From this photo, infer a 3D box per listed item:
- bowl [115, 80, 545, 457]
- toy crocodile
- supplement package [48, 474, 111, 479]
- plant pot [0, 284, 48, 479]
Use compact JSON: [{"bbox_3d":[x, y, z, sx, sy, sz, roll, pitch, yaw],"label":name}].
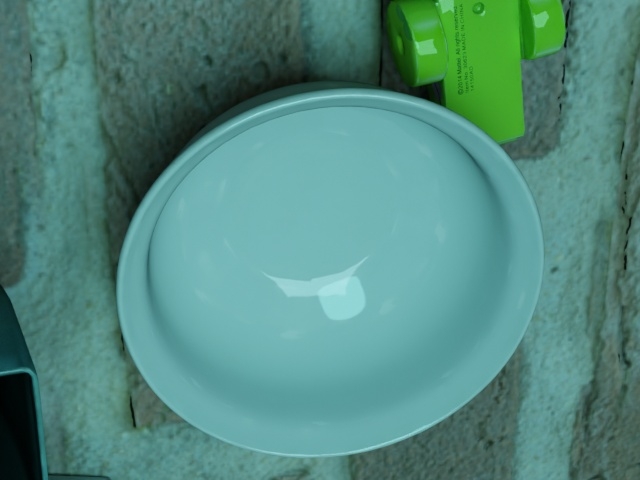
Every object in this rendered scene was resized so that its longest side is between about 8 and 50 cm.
[{"bbox_3d":[0.000,0.000,1.095,0.298,0.134,0.297,-5,121,-8],"label":"bowl"},{"bbox_3d":[0.090,-0.210,1.057,0.115,0.105,0.340,-19,124,-7],"label":"toy crocodile"},{"bbox_3d":[-0.261,0.338,1.152,0.199,0.198,0.262,6,113,-20],"label":"supplement package"},{"bbox_3d":[-0.276,0.111,1.016,0.166,0.234,0.165,-7,116,-13],"label":"plant pot"}]
